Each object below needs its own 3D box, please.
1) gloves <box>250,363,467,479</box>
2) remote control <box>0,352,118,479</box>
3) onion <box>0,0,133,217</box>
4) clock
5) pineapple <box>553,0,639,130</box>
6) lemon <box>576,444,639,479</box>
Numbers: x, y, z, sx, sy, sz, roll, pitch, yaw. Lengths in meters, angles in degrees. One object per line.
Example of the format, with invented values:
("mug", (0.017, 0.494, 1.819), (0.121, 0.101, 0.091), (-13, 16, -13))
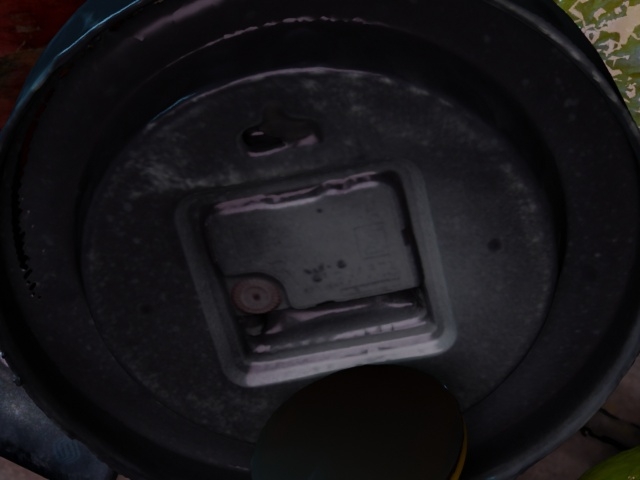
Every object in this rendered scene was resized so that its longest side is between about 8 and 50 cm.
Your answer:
("gloves", (0.058, 0.210, 0.997), (0.133, 0.116, 0.294), (-8, 134, 13))
("remote control", (-0.291, 0.046, 1.096), (0.377, 0.044, 0.107), (26, 98, 4))
("onion", (-0.231, -0.110, 1.014), (0.248, 0.161, 0.248), (0, 90, 28))
("clock", (0.000, 0.000, 0.948), (0.386, 0.076, 0.386), (0, 125, -1))
("pineapple", (0.125, -0.096, 1.014), (0.221, 0.047, 0.221), (1, 95, 9))
("lemon", (0.229, 0.228, 0.938), (0.267, 0.267, 0.267), (1, 99, 8))
